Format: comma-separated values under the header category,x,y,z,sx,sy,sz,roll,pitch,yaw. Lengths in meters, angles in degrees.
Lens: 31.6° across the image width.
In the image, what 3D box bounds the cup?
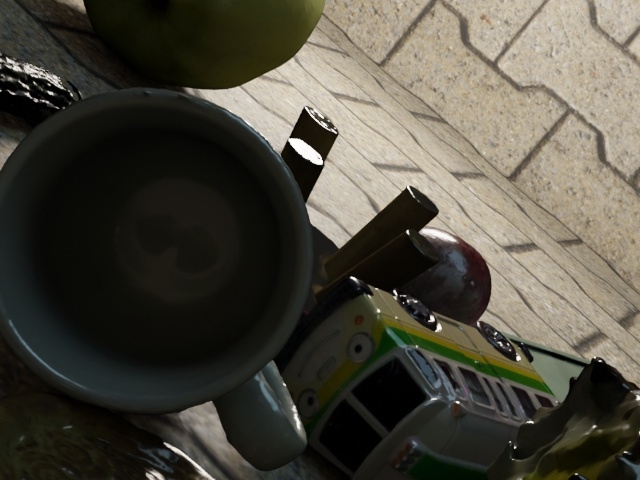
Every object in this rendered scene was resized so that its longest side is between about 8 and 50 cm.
category,x,y,z,sx,sy,sz,roll,pitch,yaw
cup,-0.098,0.035,0.892,0.301,0.227,0.257,59,2,-2

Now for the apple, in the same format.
category,x,y,z,sx,sy,sz,roll,pitch,yaw
apple,-0.169,-0.379,1.599,0.357,0.357,0.357,35,17,-12

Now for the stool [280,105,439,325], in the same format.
category,x,y,z,sx,sy,sz,roll,pitch,yaw
stool,0.000,0.000,1.216,0.272,0.178,0.272,35,18,-13

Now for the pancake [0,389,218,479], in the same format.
category,x,y,z,sx,sy,sz,roll,pitch,yaw
pancake,-0.126,0.184,0.719,0.250,0.031,0.250,34,17,-12

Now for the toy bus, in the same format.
category,x,y,z,sx,sy,sz,roll,pitch,yaw
toy bus,0.108,0.165,1.076,0.305,0.143,0.179,24,24,-45

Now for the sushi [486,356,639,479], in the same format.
category,x,y,z,sx,sy,sz,roll,pitch,yaw
sushi,0.223,0.276,0.777,0.294,0.299,0.281,41,-6,1

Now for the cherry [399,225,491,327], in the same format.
category,x,y,z,sx,sy,sz,roll,pitch,yaw
cherry,0.124,0.051,1.382,0.176,0.176,0.140,33,48,-20

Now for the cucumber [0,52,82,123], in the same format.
category,x,y,z,sx,sy,sz,roll,pitch,yaw
cucumber,-0.338,-0.160,1.119,0.067,0.067,0.245,47,17,27

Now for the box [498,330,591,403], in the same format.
category,x,y,z,sx,sy,sz,roll,pitch,yaw
box,0.290,0.240,1.308,0.225,0.117,0.225,20,25,-46
